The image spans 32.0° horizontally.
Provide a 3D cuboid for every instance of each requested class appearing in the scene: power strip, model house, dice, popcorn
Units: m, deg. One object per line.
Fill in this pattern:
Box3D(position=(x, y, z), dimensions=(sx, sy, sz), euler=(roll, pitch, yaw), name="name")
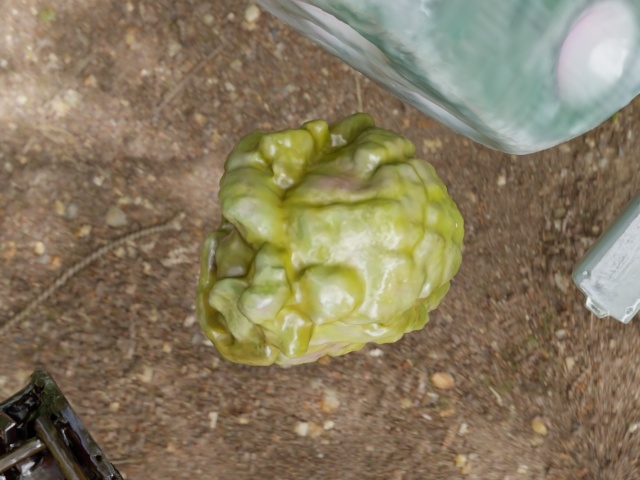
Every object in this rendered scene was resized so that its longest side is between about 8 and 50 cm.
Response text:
Box3D(position=(0.293, -0.042, 0.879), dimensions=(0.060, 0.027, 0.252), euler=(39, 96, 0), name="power strip")
Box3D(position=(-0.353, 0.362, 1.310), dimensions=(0.282, 0.297, 0.317), euler=(-33, 101, -16), name="model house")
Box3D(position=(0.098, -0.288, 0.843), dimensions=(0.330, 0.348, 0.328), euler=(37, 96, 45), name="dice")
Box3D(position=(0.000, 0.000, 0.962), dimensions=(0.259, 0.259, 0.212), euler=(-14, 73, 11), name="popcorn")
